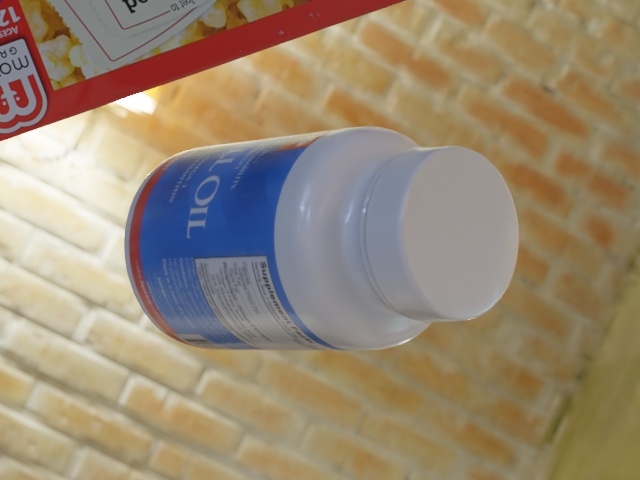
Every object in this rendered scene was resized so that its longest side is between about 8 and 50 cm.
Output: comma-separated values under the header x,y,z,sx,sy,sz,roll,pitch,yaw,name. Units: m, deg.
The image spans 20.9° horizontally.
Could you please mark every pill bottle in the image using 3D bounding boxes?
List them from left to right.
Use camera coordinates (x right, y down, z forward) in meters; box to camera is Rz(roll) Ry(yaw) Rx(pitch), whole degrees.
x,y,z,sx,sy,sz,roll,pitch,yaw,name
0.000,0.000,0.973,0.221,0.124,0.124,-4,-28,47,pill bottle

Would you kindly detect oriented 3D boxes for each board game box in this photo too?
x,y,z,sx,sy,sz,roll,pitch,yaw,name
0.012,-0.088,0.430,0.193,0.045,0.147,-17,13,15,board game box
